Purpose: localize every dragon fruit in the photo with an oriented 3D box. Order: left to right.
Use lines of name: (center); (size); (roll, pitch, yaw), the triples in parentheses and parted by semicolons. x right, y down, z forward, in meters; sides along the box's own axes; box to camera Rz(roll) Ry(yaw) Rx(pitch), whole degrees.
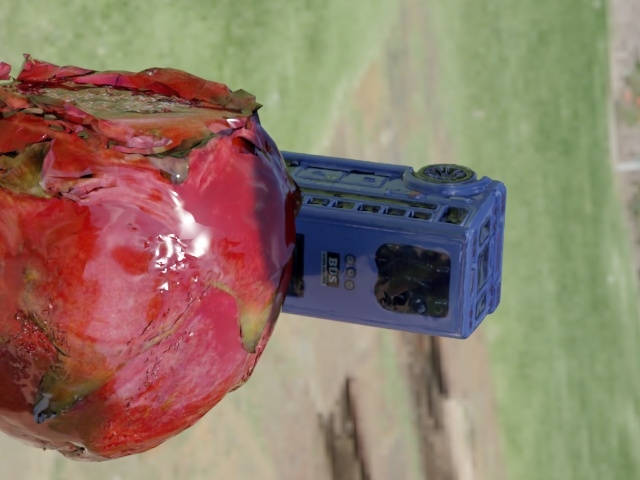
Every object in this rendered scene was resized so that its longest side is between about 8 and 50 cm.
dragon fruit: (-0.166, 0.007, 1.381); (0.295, 0.295, 0.302); (-69, -175, -60)

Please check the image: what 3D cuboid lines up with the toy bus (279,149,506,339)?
toy bus: (0.000, 0.000, 1.568); (0.133, 0.292, 0.125); (-47, 141, -62)
